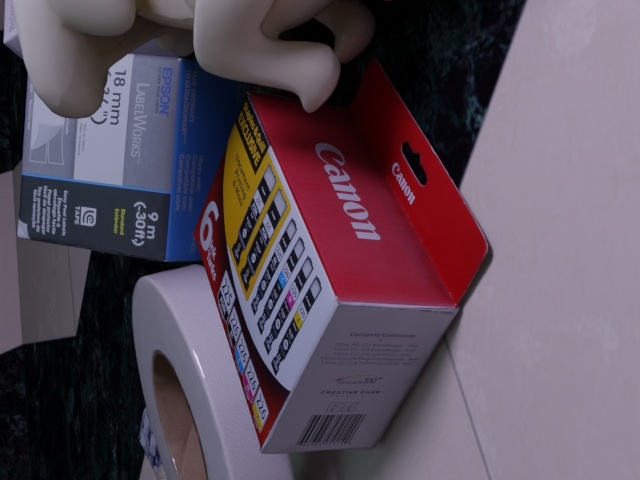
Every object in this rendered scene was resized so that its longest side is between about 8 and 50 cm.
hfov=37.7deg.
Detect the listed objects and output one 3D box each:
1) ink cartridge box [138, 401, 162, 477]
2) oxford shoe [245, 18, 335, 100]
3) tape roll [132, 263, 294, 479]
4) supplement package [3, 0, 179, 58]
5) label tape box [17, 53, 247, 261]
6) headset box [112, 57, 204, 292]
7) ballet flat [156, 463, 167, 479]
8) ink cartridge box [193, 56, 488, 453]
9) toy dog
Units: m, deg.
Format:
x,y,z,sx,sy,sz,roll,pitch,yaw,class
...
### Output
x,y,z,sx,sy,sz,roll,pitch,yaw,class
-0.221,0.265,1.431,0.206,0.045,0.208,40,121,58,ink cartridge box
-0.029,-0.183,1.053,0.096,0.082,0.227,6,95,57,oxford shoe
-0.136,0.222,1.123,0.392,0.072,0.392,166,90,-68,tape roll
-0.261,-0.347,1.269,0.293,0.175,0.178,-29,51,19,supplement package
-0.199,-0.103,1.141,0.333,0.106,0.241,8,96,22,label tape box
-0.232,-0.089,1.390,0.283,0.131,0.246,-67,33,35,headset box
-0.190,0.360,1.295,0.168,0.052,0.057,25,121,42,ballet flat
0.000,0.000,0.919,0.272,0.130,0.309,-65,34,35,ink cartridge box
-0.051,-0.317,0.852,0.407,0.284,0.395,-2,108,27,toy dog
